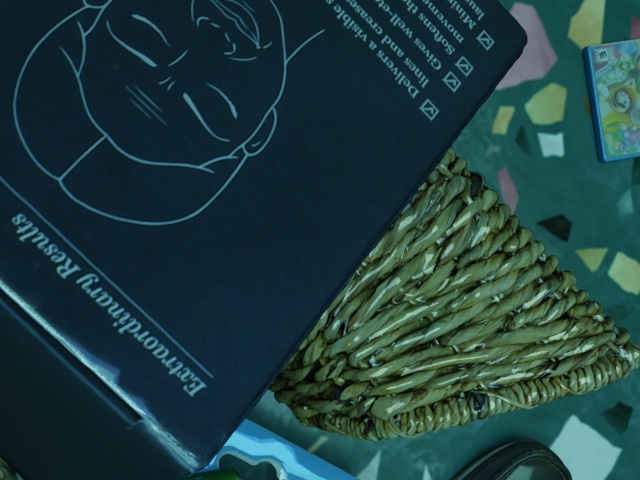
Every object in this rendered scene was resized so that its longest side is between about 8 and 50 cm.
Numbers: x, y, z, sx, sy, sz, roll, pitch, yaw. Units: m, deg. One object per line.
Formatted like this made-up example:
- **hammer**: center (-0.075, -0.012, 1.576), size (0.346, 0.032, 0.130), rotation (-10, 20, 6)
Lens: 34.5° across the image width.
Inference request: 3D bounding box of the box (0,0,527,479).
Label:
- **box**: center (-0.105, -0.081, 0.646), size (0.293, 0.212, 0.395), rotation (45, 54, -8)

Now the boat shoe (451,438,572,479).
- **boat shoe**: center (0.132, 0.351, 0.963), size (0.132, 0.130, 0.355), rotation (36, 84, -9)

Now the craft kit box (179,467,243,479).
- **craft kit box**: center (-0.172, 0.328, 0.829), size (0.249, 0.061, 0.247), rotation (-7, 94, -13)

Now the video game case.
- **video game case**: center (0.357, -0.151, 1.060), size (0.166, 0.015, 0.119), rotation (-9, 92, -11)

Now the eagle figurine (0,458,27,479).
- **eagle figurine**: center (-0.289, 0.090, 0.775), size (0.226, 0.298, 0.225), rotation (-13, 118, 9)

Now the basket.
- **basket**: center (0.069, 0.080, 0.827), size (0.223, 0.299, 0.213), rotation (45, 83, -7)

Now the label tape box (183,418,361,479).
- **label tape box**: center (-0.124, 0.324, 0.925), size (0.249, 0.115, 0.348), rotation (30, 82, -10)
